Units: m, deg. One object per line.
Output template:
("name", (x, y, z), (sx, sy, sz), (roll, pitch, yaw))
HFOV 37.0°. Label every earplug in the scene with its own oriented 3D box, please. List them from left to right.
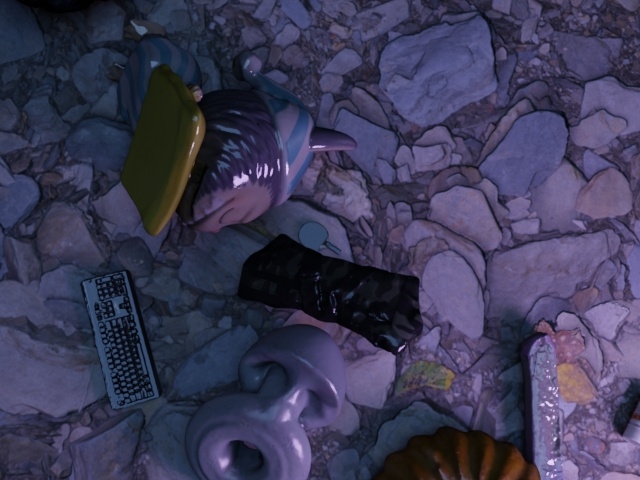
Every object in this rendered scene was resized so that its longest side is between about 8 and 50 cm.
("earplug", (-0.083, 0.287, 1.578), (0.214, 0.175, 0.326), (34, 89, -4))

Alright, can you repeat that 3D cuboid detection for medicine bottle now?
("medicine bottle", (0.574, 0.319, 1.679), (0.057, 0.057, 0.089), (30, 81, 0))

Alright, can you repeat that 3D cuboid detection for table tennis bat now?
("table tennis bat", (0.000, 0.000, 1.699), (0.083, 0.007, 0.050), (32, 80, 2))

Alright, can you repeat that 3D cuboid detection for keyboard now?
("keyboard", (-0.343, 0.168, 1.634), (0.093, 0.025, 0.230), (-15, 83, -10))

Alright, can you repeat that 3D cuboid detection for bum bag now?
("bum bag", (0.020, 0.080, 1.605), (0.340, 0.095, 0.144), (18, 65, 24))

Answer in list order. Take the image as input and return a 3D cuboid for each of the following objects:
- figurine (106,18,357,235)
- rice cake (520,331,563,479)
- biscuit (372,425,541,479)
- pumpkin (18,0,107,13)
("figurine", (-0.144, -0.180, 1.651), (0.377, 0.266, 0.361), (4, 50, -36))
("rice cake", (0.382, 0.356, 1.650), (0.064, 0.070, 0.399), (-1, 81, -1))
("biscuit", (0.228, 0.470, 1.575), (0.325, 0.107, 0.326), (-2, 76, 9))
("pumpkin", (-0.446, -0.566, 1.616), (0.363, 0.266, 0.364), (1, 85, -7))
